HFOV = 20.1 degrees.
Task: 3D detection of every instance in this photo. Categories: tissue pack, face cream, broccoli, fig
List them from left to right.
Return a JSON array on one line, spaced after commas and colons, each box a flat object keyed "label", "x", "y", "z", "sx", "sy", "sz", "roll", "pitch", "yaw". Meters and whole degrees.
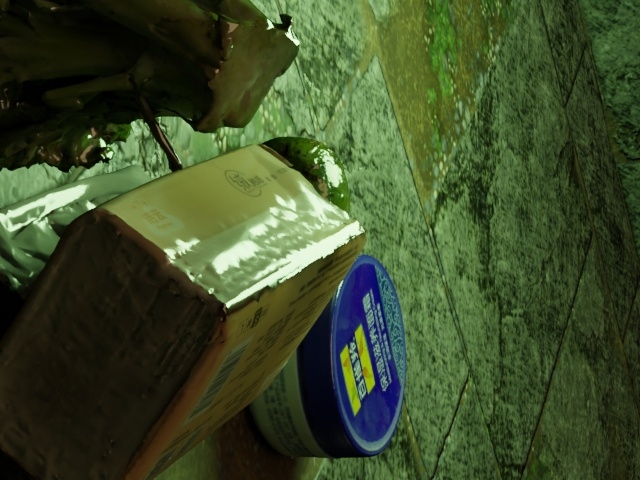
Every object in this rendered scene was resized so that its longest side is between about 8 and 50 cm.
[{"label": "broccoli", "x": -0.165, "y": -0.167, "z": 1.279, "sx": 0.321, "sy": 0.283, "sz": 0.304, "roll": -14, "pitch": 129, "yaw": -59}, {"label": "tissue pack", "x": -0.140, "y": 0.037, "z": 1.421, "sx": 0.305, "sy": 0.238, "sz": 0.239, "roll": -31, "pitch": 114, "yaw": -66}, {"label": "fig", "x": -0.019, "y": -0.039, "z": 1.786, "sx": 0.156, "sy": 0.123, "sz": 0.123, "roll": 13, "pitch": 73, "yaw": -67}, {"label": "face cream", "x": 0.003, "y": 0.118, "z": 1.821, "sx": 0.206, "sy": 0.111, "sz": 0.206, "roll": -5, "pitch": 90, "yaw": -67}]
